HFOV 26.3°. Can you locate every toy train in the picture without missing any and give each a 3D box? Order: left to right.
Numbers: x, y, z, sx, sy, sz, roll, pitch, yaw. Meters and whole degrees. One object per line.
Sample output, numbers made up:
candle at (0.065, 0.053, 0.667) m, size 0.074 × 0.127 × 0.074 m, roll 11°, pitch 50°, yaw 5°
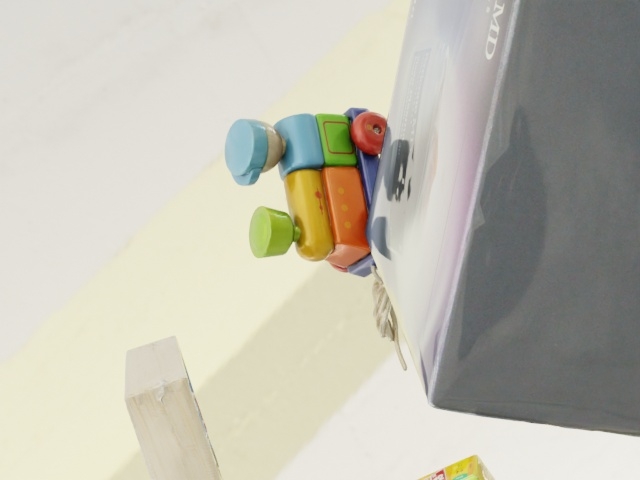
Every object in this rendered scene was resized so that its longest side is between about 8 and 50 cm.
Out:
toy train at (0.000, 0.000, 1.246) m, size 0.143 × 0.105 × 0.248 m, roll 0°, pitch -110°, yaw -30°

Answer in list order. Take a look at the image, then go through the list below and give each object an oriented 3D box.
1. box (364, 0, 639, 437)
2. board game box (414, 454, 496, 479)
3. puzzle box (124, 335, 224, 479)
box at (0.148, -0.083, 0.793) m, size 0.183 × 0.294 × 0.296 m, roll 8°, pitch -74°, yaw -8°
board game box at (0.132, 0.284, 1.050) m, size 0.124 × 0.039 × 0.259 m, roll -28°, pitch -70°, yaw 21°
puzzle box at (-0.078, 0.290, 1.158) m, size 0.052 × 0.272 × 0.409 m, roll -19°, pitch -84°, yaw -6°
